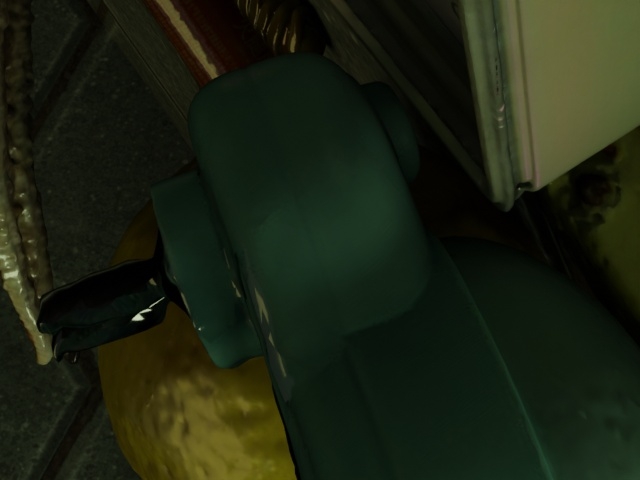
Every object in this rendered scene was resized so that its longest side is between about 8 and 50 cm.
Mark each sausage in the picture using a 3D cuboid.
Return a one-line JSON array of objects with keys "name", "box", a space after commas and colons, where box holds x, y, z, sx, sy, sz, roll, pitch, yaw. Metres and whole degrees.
[{"name": "sausage", "box": [-0.080, -0.162, 1.064, 0.264, 0.083, 0.083, 56, 175, -17]}]

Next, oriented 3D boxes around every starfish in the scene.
[{"name": "starfish", "box": [-0.126, -0.149, 0.736, 0.398, 0.132, 0.384, 137, 135, -71]}]

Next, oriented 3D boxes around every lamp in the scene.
[{"name": "lamp", "box": [0.037, 0.074, 0.489, 0.284, 0.147, 0.209, 51, 174, 3]}]

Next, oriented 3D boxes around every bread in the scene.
[{"name": "bread", "box": [0.138, 0.051, 0.511, 0.226, 0.049, 0.088, 56, 175, 10]}, {"name": "bread", "box": [-0.028, -0.140, 0.961, 0.088, 0.033, 0.049, 53, 168, 37]}]

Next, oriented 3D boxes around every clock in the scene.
[{"name": "clock", "box": [0.028, -0.110, 0.398, 0.147, 0.071, 0.192, 54, 175, 23]}]

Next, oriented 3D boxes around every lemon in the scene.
[{"name": "lemon", "box": [0.005, 0.054, 0.775, 0.233, 0.233, 0.288, 58, 166, -22]}]

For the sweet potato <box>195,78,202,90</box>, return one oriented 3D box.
[{"name": "sweet potato", "box": [-0.046, -0.078, 1.172, 0.109, 0.109, 0.385, -140, 28, -72]}]
